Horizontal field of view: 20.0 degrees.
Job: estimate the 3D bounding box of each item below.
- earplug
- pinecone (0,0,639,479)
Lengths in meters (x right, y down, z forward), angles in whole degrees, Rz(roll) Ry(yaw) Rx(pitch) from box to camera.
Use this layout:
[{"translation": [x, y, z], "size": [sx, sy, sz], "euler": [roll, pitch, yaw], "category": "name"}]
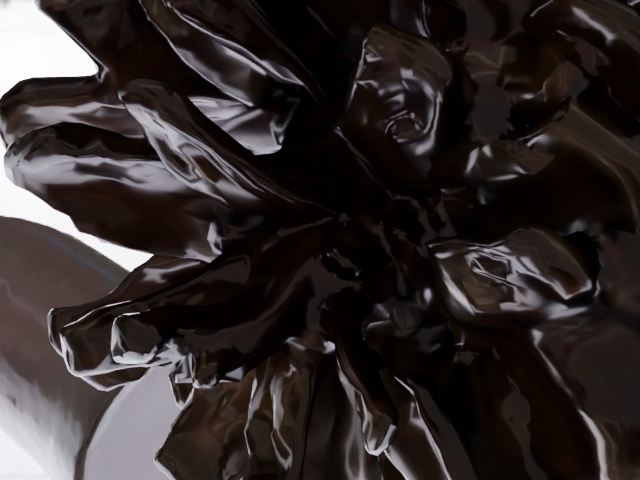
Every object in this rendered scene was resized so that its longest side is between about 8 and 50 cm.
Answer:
[{"translation": [-0.180, 0.067, 1.229], "size": [0.172, 0.172, 0.301], "euler": [-34, -135, -27], "category": "earplug"}, {"translation": [0.045, -0.040, 0.775], "size": [0.398, 0.397, 0.397], "euler": [2, -130, -2], "category": "pinecone"}]
